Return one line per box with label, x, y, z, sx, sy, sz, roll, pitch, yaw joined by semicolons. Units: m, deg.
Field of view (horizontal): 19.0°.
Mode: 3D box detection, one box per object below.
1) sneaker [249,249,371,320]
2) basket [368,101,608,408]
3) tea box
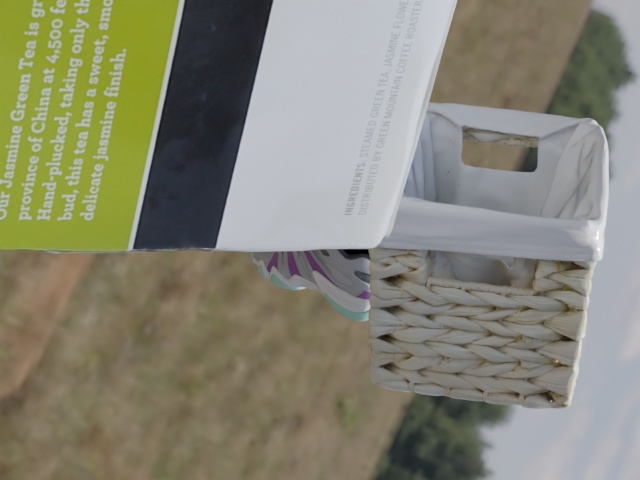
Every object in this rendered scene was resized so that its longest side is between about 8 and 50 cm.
sneaker;0.000;0.000;1.145;0.038;0.098;0.069;-39;142;-43
basket;0.083;0.004;0.963;0.167;0.113;0.103;-69;164;-68
tea box;-0.150;-0.168;0.786;0.329;0.323;0.220;-125;-137;-51
